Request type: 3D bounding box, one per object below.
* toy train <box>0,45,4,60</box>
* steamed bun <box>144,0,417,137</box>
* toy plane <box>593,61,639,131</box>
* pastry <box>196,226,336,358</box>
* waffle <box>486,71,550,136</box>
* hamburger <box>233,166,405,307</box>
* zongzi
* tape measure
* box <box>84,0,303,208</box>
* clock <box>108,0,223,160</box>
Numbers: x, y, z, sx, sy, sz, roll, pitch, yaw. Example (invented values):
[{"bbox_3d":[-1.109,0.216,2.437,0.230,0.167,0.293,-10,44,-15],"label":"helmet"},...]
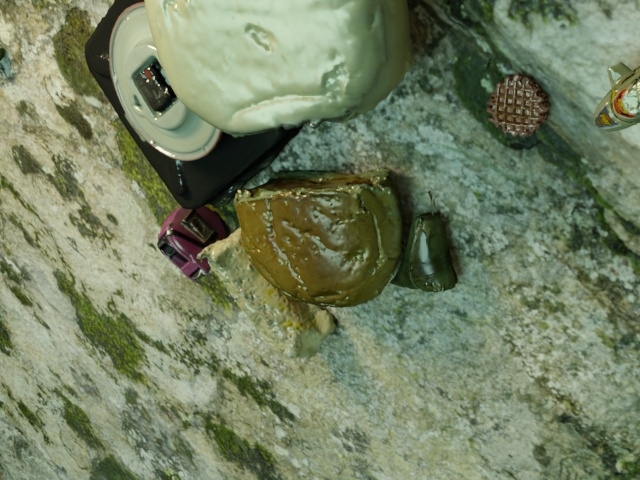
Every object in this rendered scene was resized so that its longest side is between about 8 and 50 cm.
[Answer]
[{"bbox_3d":[-0.691,-0.396,1.768,0.148,0.071,0.038,41,139,12],"label":"toy train"},{"bbox_3d":[-0.045,-0.308,1.136,0.334,0.233,0.312,1,119,20],"label":"steamed bun"},{"bbox_3d":[0.398,-0.196,0.924,0.286,0.108,0.092,-36,90,36],"label":"toy plane"},{"bbox_3d":[-0.085,0.087,1.537,0.258,0.121,0.089,51,164,-8],"label":"pastry"},{"bbox_3d":[0.246,-0.168,1.124,0.075,0.029,0.083,45,135,8],"label":"waffle"},{"bbox_3d":[0.000,0.000,1.381,0.309,0.132,0.211,0,114,40],"label":"hamburger"},{"bbox_3d":[0.131,0.001,1.327,0.130,0.062,0.154,5,114,53],"label":"zongzi"},{"bbox_3d":[-0.219,-0.001,1.584,0.125,0.118,0.074,40,138,-12],"label":"tape measure"},{"bbox_3d":[-0.213,-0.243,1.434,0.359,0.091,0.350,55,138,0],"label":"box"},{"bbox_3d":[-0.229,-0.235,1.346,0.244,0.056,0.244,24,130,32],"label":"clock"}]
